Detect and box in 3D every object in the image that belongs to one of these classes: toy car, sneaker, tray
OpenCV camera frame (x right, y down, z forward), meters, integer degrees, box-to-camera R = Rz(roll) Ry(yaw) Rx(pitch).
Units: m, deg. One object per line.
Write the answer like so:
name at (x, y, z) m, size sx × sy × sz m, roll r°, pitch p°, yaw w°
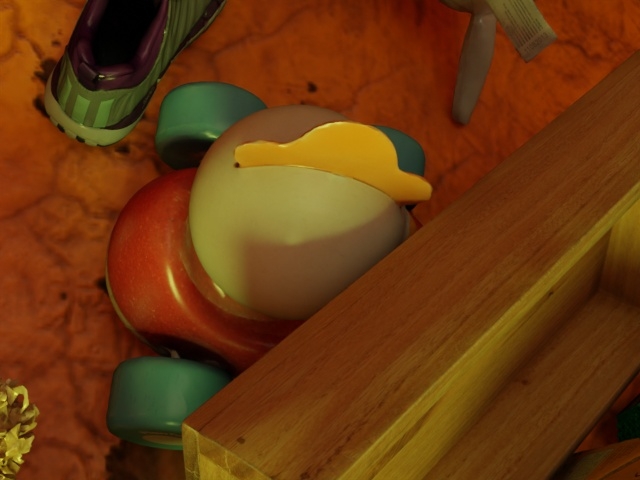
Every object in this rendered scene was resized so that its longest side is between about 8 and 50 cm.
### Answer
toy car at (0.000, 0.000, 0.600) m, size 0.210 × 0.238 × 0.219 m, roll 13°, pitch 68°, yaw -16°
sneaker at (-0.100, -0.166, 0.699) m, size 0.083 × 0.098 × 0.223 m, roll 25°, pitch 65°, yaw -11°
tray at (0.096, 0.064, 0.591) m, size 0.076 × 0.202 × 0.411 m, roll 28°, pitch 45°, yaw 30°

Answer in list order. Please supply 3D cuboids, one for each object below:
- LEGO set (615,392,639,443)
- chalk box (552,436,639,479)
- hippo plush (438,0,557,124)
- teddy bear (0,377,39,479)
LEGO set at (0.369, 0.101, 0.668) m, size 0.192 × 0.331 × 0.255 m, roll -32°, pitch 72°, yaw -34°
chalk box at (0.202, 0.279, 0.614) m, size 0.180 × 0.179 × 0.289 m, roll -36°, pitch 88°, yaw -27°
hippo plush at (0.152, -0.291, 0.760) m, size 0.237 × 0.234 × 0.294 m, roll -29°, pitch 83°, yaw -26°
teddy bear at (-0.189, 0.183, 0.476) m, size 0.245 × 0.113 × 0.338 m, roll -42°, pitch 85°, yaw 14°
